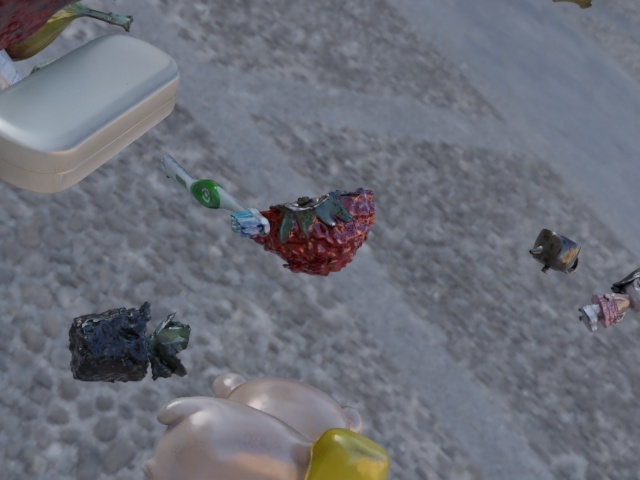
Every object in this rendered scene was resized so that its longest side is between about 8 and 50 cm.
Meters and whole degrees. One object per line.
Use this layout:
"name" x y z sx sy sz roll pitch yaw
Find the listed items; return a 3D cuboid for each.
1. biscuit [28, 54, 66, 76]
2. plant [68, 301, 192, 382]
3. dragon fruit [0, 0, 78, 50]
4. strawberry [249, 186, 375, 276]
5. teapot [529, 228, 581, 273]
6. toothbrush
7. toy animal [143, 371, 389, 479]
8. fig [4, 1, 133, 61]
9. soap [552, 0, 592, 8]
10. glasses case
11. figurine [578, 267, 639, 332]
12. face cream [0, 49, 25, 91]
"biscuit" -0.448 -0.195 1.639 0.046 0.147 0.250 24 32 17
"plant" -0.327 0.181 1.842 0.203 0.131 0.142 -6 69 -31
"dragon fruit" -0.287 -0.320 0.924 0.329 0.228 0.286 -25 75 -47
"strawberry" 0.000 0.000 1.568 0.236 0.190 0.111 38 37 -83
"teapot" 0.406 0.028 1.853 0.121 0.068 0.076 28 0 -36
"toothbrush" -0.158 -0.068 1.521 0.040 0.042 0.418 -9 19 -21
"toy animal" -0.098 0.312 1.520 0.345 0.278 0.247 12 31 -22
"fig" -0.401 -0.341 1.562 0.230 0.160 0.143 -5 18 -23
"soap" 0.470 -0.522 1.953 0.080 0.160 0.258 8 39 -5
"glasses case" -0.180 -0.101 0.818 0.083 0.050 0.196 26 36 13
"figurine" 0.415 0.076 1.470 0.072 0.129 0.054 69 -2 -48
"face cream" -0.440 -0.216 1.440 0.075 0.075 0.229 62 -1 40
